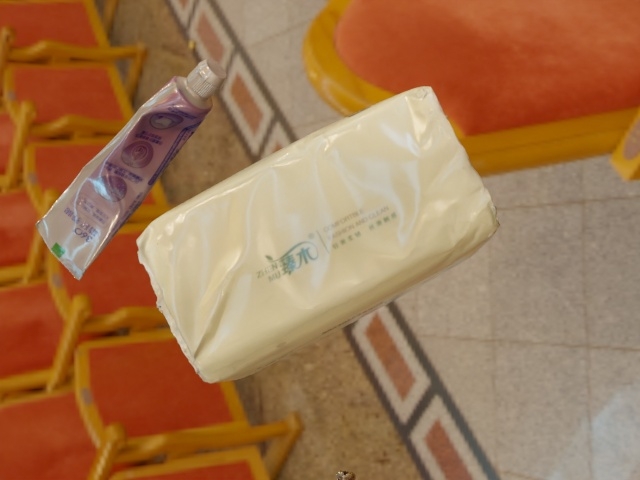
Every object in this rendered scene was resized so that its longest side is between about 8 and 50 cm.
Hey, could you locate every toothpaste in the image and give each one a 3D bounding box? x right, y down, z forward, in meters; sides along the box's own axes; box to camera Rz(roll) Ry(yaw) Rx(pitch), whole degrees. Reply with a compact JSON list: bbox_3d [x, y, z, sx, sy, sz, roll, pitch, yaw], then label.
[{"bbox_3d":[-0.198,-0.077,1.132,0.301,0.075,0.048,-43,24,27],"label":"toothpaste"}]

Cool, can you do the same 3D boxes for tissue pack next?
[{"bbox_3d":[0.000,0.000,1.285,0.207,0.380,0.297,62,179,4],"label":"tissue pack"}]

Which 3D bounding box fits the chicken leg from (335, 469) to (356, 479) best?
[{"bbox_3d":[0.006,0.405,1.520,0.070,0.093,0.178,14,77,54],"label":"chicken leg"}]
